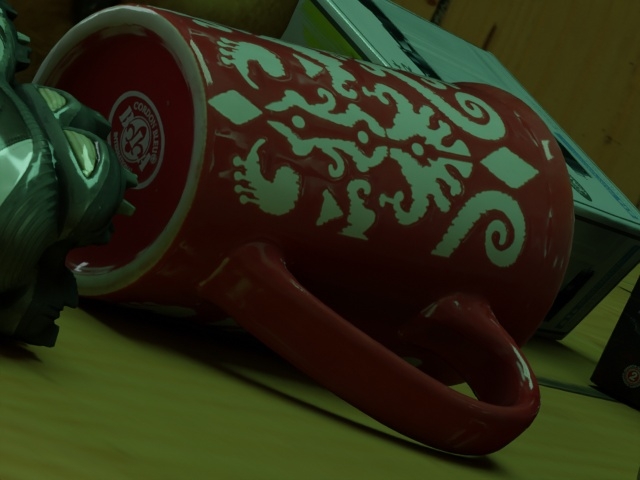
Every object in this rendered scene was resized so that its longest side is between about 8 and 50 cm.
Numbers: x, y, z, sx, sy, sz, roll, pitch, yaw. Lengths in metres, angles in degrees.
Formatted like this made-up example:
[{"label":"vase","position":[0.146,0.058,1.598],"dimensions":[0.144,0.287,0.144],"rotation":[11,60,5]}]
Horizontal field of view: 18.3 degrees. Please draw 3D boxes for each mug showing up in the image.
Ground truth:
[{"label":"mug","position":[0.002,-0.010,0.648],"dimensions":[0.169,0.113,0.150],"rotation":[14,10,-47]}]

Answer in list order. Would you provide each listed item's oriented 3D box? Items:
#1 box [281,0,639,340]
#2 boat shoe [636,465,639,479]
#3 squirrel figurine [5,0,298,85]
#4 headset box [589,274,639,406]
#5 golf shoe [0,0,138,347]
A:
[{"label":"box","position":[0.059,-0.042,1.046],"dimensions":[0.169,0.087,0.290],"rotation":[51,16,23]},{"label":"boat shoe","position":[0.154,0.064,0.663],"dimensions":[0.079,0.095,0.254],"rotation":[29,5,24]},{"label":"squirrel figurine","position":[-0.169,-0.194,0.881],"dimensions":[0.370,0.281,0.397],"rotation":[31,8,-2]},{"label":"headset box","position":[0.301,-0.011,0.987],"dimensions":[0.218,0.293,0.110],"rotation":[28,6,25]},{"label":"golf shoe","position":[-0.127,-0.041,0.547],"dimensions":[0.094,0.077,0.198],"rotation":[21,5,-33]}]
